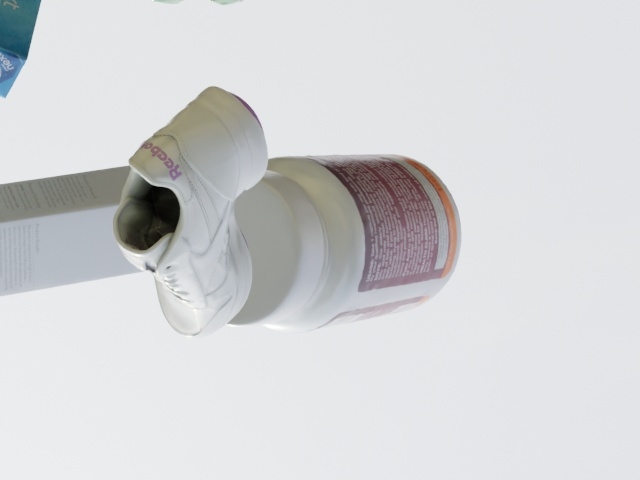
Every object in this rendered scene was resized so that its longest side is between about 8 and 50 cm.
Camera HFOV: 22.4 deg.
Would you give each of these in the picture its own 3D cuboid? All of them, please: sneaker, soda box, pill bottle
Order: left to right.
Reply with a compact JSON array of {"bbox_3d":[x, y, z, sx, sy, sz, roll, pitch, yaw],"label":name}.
[{"bbox_3d":[-0.353,-0.257,1.793,0.067,0.071,0.210,-51,-155,40],"label":"soda box"},{"bbox_3d":[-0.138,-0.006,1.490,0.114,0.305,0.152,37,-126,23],"label":"sneaker"},{"bbox_3d":[0.000,0.000,2.089,0.224,0.224,0.392,-3,-179,32],"label":"pill bottle"}]

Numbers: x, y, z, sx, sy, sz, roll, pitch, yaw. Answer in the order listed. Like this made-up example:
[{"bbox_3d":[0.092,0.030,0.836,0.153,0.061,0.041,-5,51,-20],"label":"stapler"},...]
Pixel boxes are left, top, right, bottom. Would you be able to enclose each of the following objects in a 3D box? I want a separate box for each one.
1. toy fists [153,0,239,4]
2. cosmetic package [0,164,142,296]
[{"bbox_3d":[-0.126,-0.393,2.257,0.142,0.096,0.279,-14,178,31],"label":"toy fists"},{"bbox_3d":[-0.324,-0.011,1.964,0.231,0.117,0.085,-10,-141,-23],"label":"cosmetic package"}]
